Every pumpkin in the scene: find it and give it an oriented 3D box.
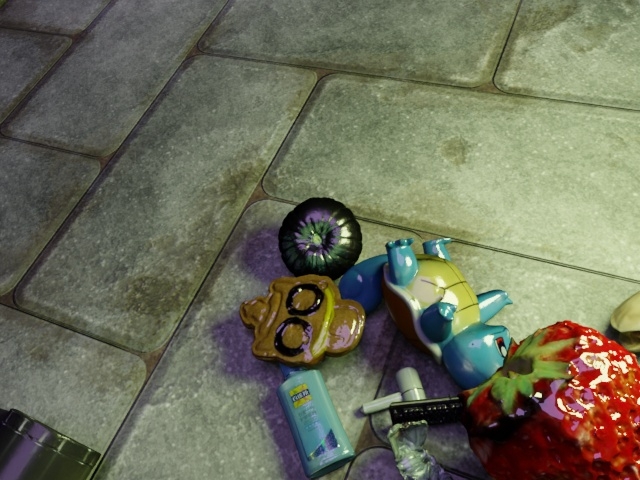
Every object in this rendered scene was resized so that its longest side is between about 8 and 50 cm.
[{"bbox_3d":[0.000,0.000,1.359,0.201,0.140,0.202,-1,86,8],"label":"pumpkin"}]

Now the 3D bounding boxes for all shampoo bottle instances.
[{"bbox_3d":[-0.025,0.336,1.190,0.103,0.061,0.259,-25,54,-2],"label":"shampoo bottle"}]

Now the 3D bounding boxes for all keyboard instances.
[{"bbox_3d":[0.247,0.321,1.117,0.230,0.094,0.025,-8,44,8],"label":"keyboard"}]

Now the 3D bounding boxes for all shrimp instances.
[{"bbox_3d":[0.253,0.480,0.979,0.221,0.166,0.410,-17,36,-26],"label":"shrimp"}]

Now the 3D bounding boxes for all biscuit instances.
[{"bbox_3d":[-0.047,0.162,1.247,0.290,0.041,0.209,4,59,22],"label":"biscuit"}]

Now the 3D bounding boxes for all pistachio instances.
[{"bbox_3d":[0.672,0.135,1.133,0.223,0.126,0.152,-31,18,-5],"label":"pistachio"}]

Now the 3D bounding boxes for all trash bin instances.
[{"bbox_3d":[-0.593,0.502,1.121,0.251,0.203,0.302,22,64,11],"label":"trash bin"}]

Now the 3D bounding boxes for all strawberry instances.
[{"bbox_3d":[0.395,0.297,0.934,0.291,0.310,0.292,-34,16,11],"label":"strawberry"}]

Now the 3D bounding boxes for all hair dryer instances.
[{"bbox_3d":[0.139,0.314,1.181,0.137,0.047,0.082,-21,53,7],"label":"hair dryer"}]

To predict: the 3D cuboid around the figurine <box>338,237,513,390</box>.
[{"bbox_3d":[0.221,0.117,1.192,0.416,0.297,0.243,31,101,31],"label":"figurine"}]
